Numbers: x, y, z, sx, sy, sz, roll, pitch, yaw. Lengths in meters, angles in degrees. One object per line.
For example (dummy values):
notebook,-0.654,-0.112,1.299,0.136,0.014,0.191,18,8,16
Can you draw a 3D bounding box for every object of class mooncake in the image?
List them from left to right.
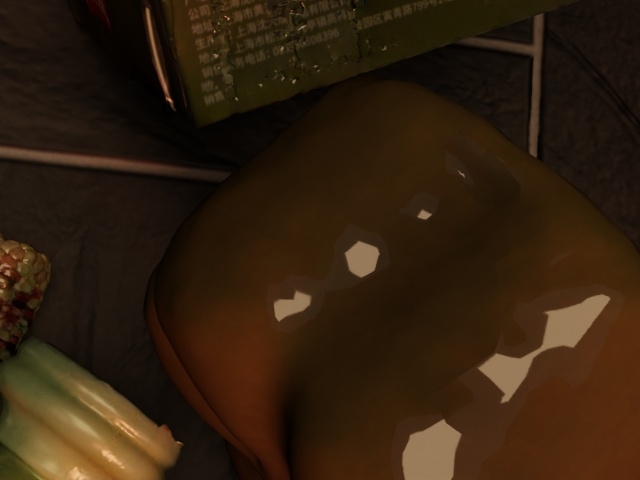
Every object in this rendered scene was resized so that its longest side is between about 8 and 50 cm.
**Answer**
mooncake,0.069,0.122,0.839,0.262,0.467,0.467,-38,92,-13

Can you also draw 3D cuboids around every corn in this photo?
corn,-0.316,0.111,0.989,0.086,0.086,0.253,26,80,-8

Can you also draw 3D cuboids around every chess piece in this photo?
chess piece,-0.263,0.238,0.934,0.175,0.176,0.298,38,76,-5

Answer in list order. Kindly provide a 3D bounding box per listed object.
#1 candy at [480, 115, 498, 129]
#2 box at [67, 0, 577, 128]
candy,0.222,-0.001,1.143,0.323,0.097,0.097,43,75,-13
box,0.009,-0.260,0.966,0.420,0.373,0.138,-19,118,-15
